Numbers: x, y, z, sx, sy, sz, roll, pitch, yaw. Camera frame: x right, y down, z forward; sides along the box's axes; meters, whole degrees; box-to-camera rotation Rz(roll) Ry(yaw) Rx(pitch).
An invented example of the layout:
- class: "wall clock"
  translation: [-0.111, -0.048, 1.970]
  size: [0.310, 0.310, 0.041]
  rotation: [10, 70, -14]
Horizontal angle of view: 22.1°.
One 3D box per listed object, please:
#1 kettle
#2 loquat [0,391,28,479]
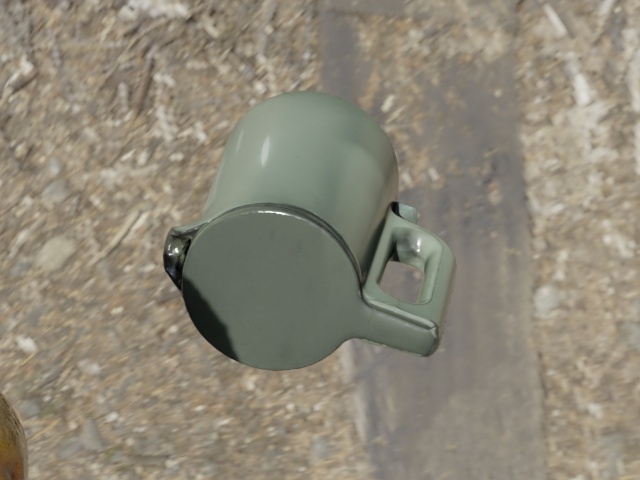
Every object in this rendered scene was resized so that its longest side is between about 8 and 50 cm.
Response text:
- class: "kettle"
  translation: [-0.005, 0.003, 0.834]
  size: [0.127, 0.098, 0.148]
  rotation: [48, 21, -14]
- class: "loquat"
  translation: [-0.343, 0.193, 1.354]
  size: [0.208, 0.208, 0.208]
  rotation: [5, 76, -21]
